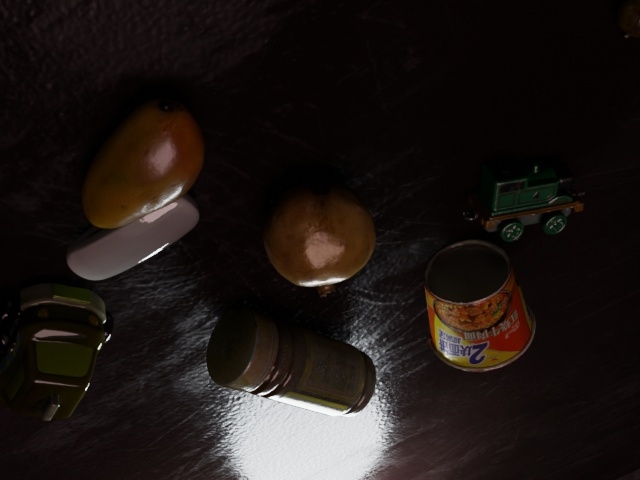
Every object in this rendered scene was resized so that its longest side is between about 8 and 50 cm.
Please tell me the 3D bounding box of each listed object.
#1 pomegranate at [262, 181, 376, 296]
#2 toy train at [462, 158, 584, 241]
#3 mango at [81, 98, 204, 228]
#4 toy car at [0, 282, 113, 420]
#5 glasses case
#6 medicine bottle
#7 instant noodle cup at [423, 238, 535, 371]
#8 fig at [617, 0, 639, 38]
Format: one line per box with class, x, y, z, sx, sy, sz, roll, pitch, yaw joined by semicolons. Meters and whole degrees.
pomegranate;0.000;0.000;1.387;0.196;0.196;0.196;-10;138;-9
toy train;0.359;-0.080;1.487;0.227;0.091;0.136;-12;128;-6
mango;-0.258;-0.100;1.237;0.138;0.113;0.253;22;128;-35
toy car;-0.466;0.214;1.445;0.204;0.198;0.248;14;131;-32
glasses case;-0.301;-0.009;1.362;0.233;0.059;0.092;-31;139;14
medicine bottle;-0.049;0.244;1.654;0.322;0.151;0.151;24;125;-37
instant noodle cup;0.288;0.113;1.599;0.213;0.213;0.174;-20;131;3
fig;0.490;-0.338;1.271;0.084;0.082;0.098;-48;172;12
